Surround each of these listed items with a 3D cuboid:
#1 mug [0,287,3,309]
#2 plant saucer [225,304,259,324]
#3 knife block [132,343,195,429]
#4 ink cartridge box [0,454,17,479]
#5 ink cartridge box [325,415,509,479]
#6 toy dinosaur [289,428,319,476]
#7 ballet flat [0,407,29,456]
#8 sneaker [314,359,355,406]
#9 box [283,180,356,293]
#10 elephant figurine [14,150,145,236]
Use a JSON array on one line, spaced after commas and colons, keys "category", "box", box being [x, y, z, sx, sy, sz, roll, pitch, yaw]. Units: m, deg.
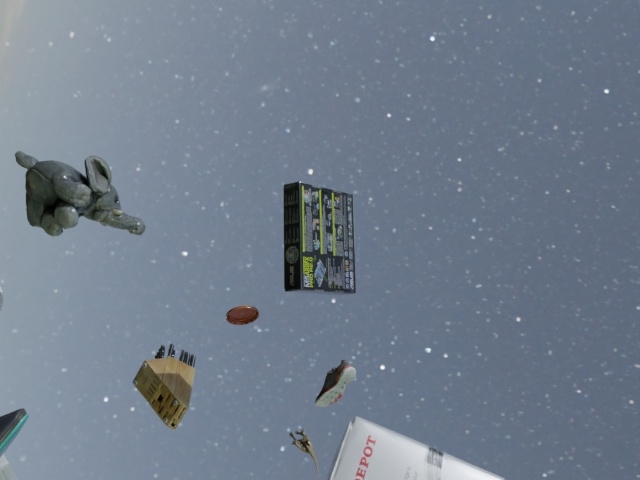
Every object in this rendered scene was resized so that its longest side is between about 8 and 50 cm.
[{"category": "mug", "box": [-0.982, 0.206, 1.580, 0.328, 0.374, 0.276, -55, -151, 21]}, {"category": "plant saucer", "box": [-0.195, 0.185, 1.710, 0.083, 0.083, 0.013, -47, -137, 39]}, {"category": "knife block", "box": [-0.424, 0.426, 2.056, 0.275, 0.242, 0.088, 40, -72, 30]}, {"category": "ink cartridge box", "box": [-0.732, 0.501, 1.270, 0.129, 0.307, 0.223, 44, -34, 26]}, {"category": "ink cartridge box", "box": [0.181, 0.546, 1.259, 0.166, 0.394, 0.286, 108, 6, -53]}, {"category": "toy dinosaur", "box": [-0.038, 0.589, 1.956, 0.053, 0.093, 0.183, -41, -158, -8]}, {"category": "ballet flat", "box": [-0.470, 0.299, 0.921, 0.203, 0.074, 0.074, -57, -147, 11]}, {"category": "sneaker", "box": [0.037, 0.403, 1.937, 0.158, 0.061, 0.065, -49, -139, 10]}, {"category": "box", "box": [0.000, 0.000, 1.749, 0.060, 0.216, 0.270, -9, -101, 41]}, {"category": "elephant figurine", "box": [-0.513, -0.097, 1.492, 0.169, 0.239, 0.186, 12, -75, 23]}]
